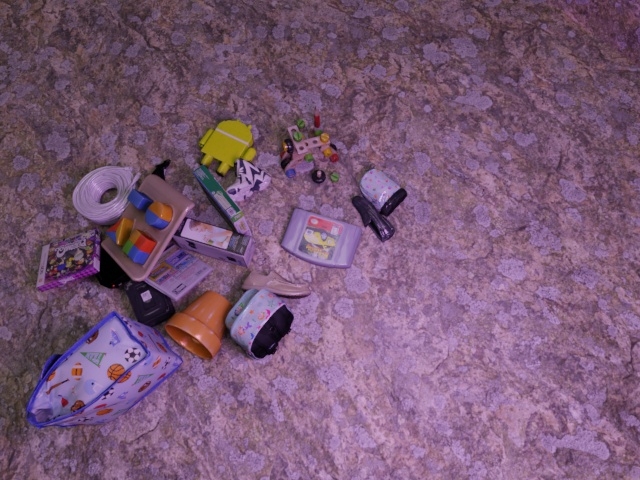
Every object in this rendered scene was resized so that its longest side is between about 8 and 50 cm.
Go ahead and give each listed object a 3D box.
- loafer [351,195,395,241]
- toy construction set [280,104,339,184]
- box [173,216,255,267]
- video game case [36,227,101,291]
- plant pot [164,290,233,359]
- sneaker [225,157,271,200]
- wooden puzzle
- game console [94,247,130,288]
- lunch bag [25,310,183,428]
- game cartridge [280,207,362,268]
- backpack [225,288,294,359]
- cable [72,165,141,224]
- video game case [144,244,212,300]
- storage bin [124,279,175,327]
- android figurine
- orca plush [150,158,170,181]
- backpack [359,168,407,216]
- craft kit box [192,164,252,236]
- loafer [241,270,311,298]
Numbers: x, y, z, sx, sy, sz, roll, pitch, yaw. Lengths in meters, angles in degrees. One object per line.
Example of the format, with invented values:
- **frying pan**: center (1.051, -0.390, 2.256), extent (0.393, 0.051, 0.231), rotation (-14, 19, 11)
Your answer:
- **loafer**: center (0.200, -0.088, 1.809), extent (0.078, 0.076, 0.223), rotation (-38, 77, -20)
- **toy construction set**: center (-0.043, -0.418, 1.852), extent (0.257, 0.237, 0.309), rotation (3, 69, 2)
- **box**: center (-0.406, 0.006, 1.732), extent (0.289, 0.169, 0.087), rotation (17, 72, 3)
- **video game case**: center (-0.967, 0.071, 1.749), extent (0.232, 0.042, 0.210), rotation (-19, 51, 0)
- **plant pot**: center (-0.417, 0.291, 1.628), extent (0.205, 0.205, 0.188), rotation (26, 56, 10)
- **sneaker**: center (-0.327, -0.255, 1.832), extent (0.153, 0.094, 0.235), rotation (44, 49, 13)
- **wooden puzzle**: center (-0.665, -0.066, 1.684), extent (0.322, 0.080, 0.348), rotation (32, 86, 36)
- **game console**: center (-0.713, 0.030, 1.765), extent (0.361, 0.044, 0.213), rotation (-37, 50, -16)
- **lunch bag**: center (-0.710, 0.449, 1.492), extent (0.239, 0.328, 0.385), rotation (42, 79, 18)
- **game cartridge**: center (0.000, 0.000, 1.794), extent (0.294, 0.060, 0.196), rotation (16, 75, 7)
- **backpack**: center (-0.214, 0.283, 1.583), extent (0.191, 0.253, 0.225), rotation (35, 75, 13)
- **cable**: center (-0.873, -0.188, 1.858), extent (0.257, 0.089, 0.257), rotation (10, 68, 9)
- **video game case**: center (-0.551, 0.118, 1.717), extent (0.193, 0.023, 0.212), rotation (29, 40, 11)
- **storage bin**: center (-0.641, 0.223, 1.705), extent (0.122, 0.084, 0.180), rotation (-27, 72, -8)
- **android figurine**: center (-0.397, -0.408, 1.952), extent (0.248, 0.056, 0.273), rotation (25, 72, 10)
- **orca plush**: center (-0.666, -0.213, 1.859), extent (0.151, 0.102, 0.287), rotation (9, 70, 4)
- **backpack**: center (0.244, -0.204, 1.832), extent (0.152, 0.115, 0.182), rotation (-43, 72, -11)
- **craft kit box**: center (-0.374, -0.137, 1.749), extent (0.061, 0.247, 0.250), rotation (-37, 73, -15)
- **loafer**: center (-0.165, 0.163, 1.709), extent (0.268, 0.102, 0.092), rotation (6, 76, 4)
